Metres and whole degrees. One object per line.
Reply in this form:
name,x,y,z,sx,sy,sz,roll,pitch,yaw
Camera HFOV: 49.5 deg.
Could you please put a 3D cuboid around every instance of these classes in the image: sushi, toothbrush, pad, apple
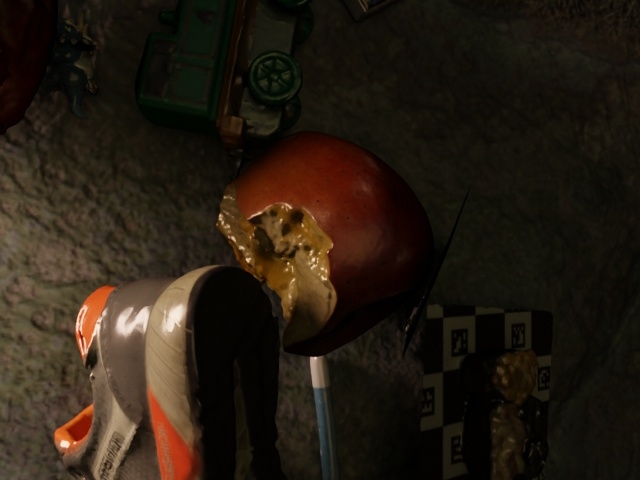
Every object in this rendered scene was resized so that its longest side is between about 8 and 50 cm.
sushi,0.162,0.164,0.575,0.192,0.050,0.215,9,84,-42
toothbrush,0.014,0.233,0.594,0.025,0.019,0.276,-3,86,-19
pad,0.087,0.034,0.546,0.004,0.193,0.116,23,81,12
apple,0.004,-0.006,0.543,0.147,0.156,0.158,-30,69,-4

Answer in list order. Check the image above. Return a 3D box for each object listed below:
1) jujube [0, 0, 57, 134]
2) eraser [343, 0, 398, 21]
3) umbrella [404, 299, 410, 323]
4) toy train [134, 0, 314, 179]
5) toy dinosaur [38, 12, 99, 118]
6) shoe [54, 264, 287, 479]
jujube,-0.280,-0.183,0.488,0.183,0.183,0.243,-5,78,-14
eraser,0.073,-0.254,0.646,0.122,0.029,0.052,-33,93,-14
umbrella,0.069,0.019,0.628,0.013,0.022,0.122,-12,76,12
toy train,-0.075,-0.164,0.574,0.136,0.091,0.228,7,84,-2
toy dinosaur,-0.205,-0.143,0.570,0.047,0.030,0.083,3,85,-11
shoe,-0.120,0.177,0.515,0.171,0.132,0.337,4,108,24
